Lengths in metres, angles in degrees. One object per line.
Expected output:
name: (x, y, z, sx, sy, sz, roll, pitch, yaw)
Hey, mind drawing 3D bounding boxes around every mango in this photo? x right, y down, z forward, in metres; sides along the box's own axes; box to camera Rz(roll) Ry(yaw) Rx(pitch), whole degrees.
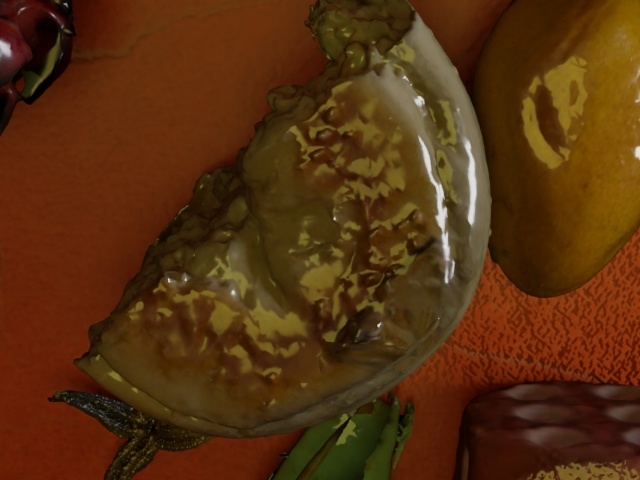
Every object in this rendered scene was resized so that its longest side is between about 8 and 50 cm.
mango: (0.163, -0.071, 0.926, 0.147, 0.109, 0.227, 8, 105, -25)

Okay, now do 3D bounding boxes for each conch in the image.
conch: (0.004, 0.182, 1.016, 0.106, 0.079, 0.170, 17, 89, -8)

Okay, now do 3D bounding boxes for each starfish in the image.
starfish: (-0.133, 0.140, 1.021, 0.133, 0.041, 0.130, 26, 95, 2)

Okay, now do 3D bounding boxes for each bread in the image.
bread: (0.006, 0.000, 0.915, 0.192, 0.171, 0.314, 34, 104, -9)

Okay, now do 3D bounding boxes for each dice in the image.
dice: (0.174, 0.196, 0.956, 0.174, 0.175, 0.179, 0, 105, 3)

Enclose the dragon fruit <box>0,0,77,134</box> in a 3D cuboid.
dragon fruit: (-0.259, -0.191, 0.868, 0.234, 0.234, 0.293, 10, 90, 0)
